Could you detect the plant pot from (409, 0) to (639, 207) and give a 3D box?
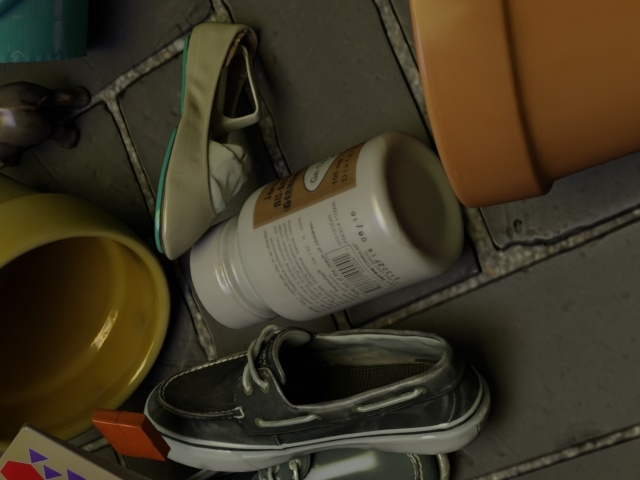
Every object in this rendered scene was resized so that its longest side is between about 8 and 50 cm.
[{"bbox_3d":[0.191,-0.178,0.931,0.203,0.291,0.291,-6,93,17],"label":"plant pot"}]

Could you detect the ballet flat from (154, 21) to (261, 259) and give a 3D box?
[{"bbox_3d":[-0.097,-0.097,1.182,0.086,0.086,0.248,-14,59,33],"label":"ballet flat"}]

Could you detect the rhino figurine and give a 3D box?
[{"bbox_3d":[-0.366,-0.112,1.377,0.243,0.106,0.073,-15,83,33],"label":"rhino figurine"}]

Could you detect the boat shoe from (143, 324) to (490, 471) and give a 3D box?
[{"bbox_3d":[-0.018,0.124,1.155,0.335,0.121,0.119,-8,132,21],"label":"boat shoe"}]

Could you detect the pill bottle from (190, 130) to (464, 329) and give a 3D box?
[{"bbox_3d":[0.000,0.000,1.144,0.229,0.131,0.131,-22,85,34],"label":"pill bottle"}]

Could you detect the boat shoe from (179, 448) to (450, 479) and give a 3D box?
[{"bbox_3d":[-0.028,0.244,1.214,0.319,0.099,0.116,-17,87,33],"label":"boat shoe"}]

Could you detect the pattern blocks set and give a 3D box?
[{"bbox_3d":[-0.220,0.244,1.206,0.325,0.026,0.285,38,128,-16],"label":"pattern blocks set"}]

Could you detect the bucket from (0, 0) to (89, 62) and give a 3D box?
[{"bbox_3d":[-0.355,-0.268,1.265,0.281,0.281,0.183,5,102,32],"label":"bucket"}]

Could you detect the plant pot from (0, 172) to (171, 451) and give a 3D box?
[{"bbox_3d":[-0.320,0.047,1.304,0.239,0.254,0.254,36,115,41],"label":"plant pot"}]
